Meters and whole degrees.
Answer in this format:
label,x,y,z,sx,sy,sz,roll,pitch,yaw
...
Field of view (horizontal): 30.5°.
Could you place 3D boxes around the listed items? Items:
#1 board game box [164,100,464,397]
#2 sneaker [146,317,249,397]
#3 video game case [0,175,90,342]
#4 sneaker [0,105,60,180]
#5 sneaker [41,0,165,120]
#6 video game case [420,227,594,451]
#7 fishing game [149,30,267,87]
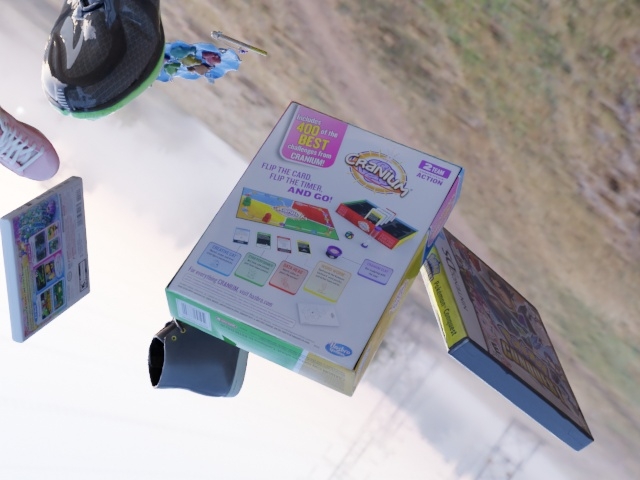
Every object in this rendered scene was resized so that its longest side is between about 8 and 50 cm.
label,x,y,z,sx,sy,sz,roll,pitch,yaw
board game box,0.000,0.000,1.396,0.242,0.316,0.064,23,149,14
sneaker,-0.149,0.087,1.492,0.118,0.222,0.083,8,173,-31
video game case,-0.320,0.020,1.376,0.019,0.157,0.143,12,-153,21
sneaker,-0.299,-0.093,1.109,0.134,0.051,0.070,47,-173,-33
sneaker,-0.291,-0.396,1.648,0.185,0.483,0.202,9,163,18
video game case,0.226,0.112,1.492,0.275,0.035,0.248,38,-157,-33
fishing game,-0.223,-0.285,1.933,0.264,0.041,0.189,-8,168,30
